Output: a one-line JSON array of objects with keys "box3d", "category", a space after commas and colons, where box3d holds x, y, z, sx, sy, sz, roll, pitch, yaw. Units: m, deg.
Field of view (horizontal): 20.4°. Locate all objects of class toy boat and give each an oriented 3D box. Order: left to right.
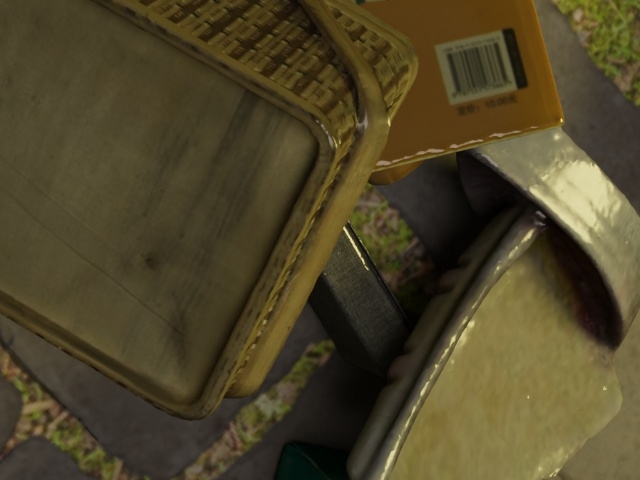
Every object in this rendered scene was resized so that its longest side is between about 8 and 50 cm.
[{"box3d": [0.137, 0.068, 1.263, 0.276, 0.111, 0.293, 29, 83, -49], "category": "toy boat"}]

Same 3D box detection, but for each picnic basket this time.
[{"box3d": [-0.120, -0.076, 1.031, 0.313, 0.175, 0.228, 31, 121, 6], "category": "picnic basket"}]

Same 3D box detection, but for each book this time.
[{"box3d": [0.027, -0.193, 1.151, 0.207, 0.020, 0.295, -14, 88, -13], "category": "book"}]

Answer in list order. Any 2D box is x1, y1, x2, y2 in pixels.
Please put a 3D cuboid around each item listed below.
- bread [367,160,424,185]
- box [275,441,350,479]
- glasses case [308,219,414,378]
[{"box3d": [0.029, -0.118, 1.208, 0.177, 0.084, 0.119, 40, 60, -21], "category": "bread"}, {"box3d": [0.023, 0.284, 1.297, 0.153, 0.092, 0.245, 12, 97, -23], "category": "box"}, {"box3d": [0.000, 0.000, 1.241, 0.047, 0.071, 0.205, -36, 111, -15], "category": "glasses case"}]
